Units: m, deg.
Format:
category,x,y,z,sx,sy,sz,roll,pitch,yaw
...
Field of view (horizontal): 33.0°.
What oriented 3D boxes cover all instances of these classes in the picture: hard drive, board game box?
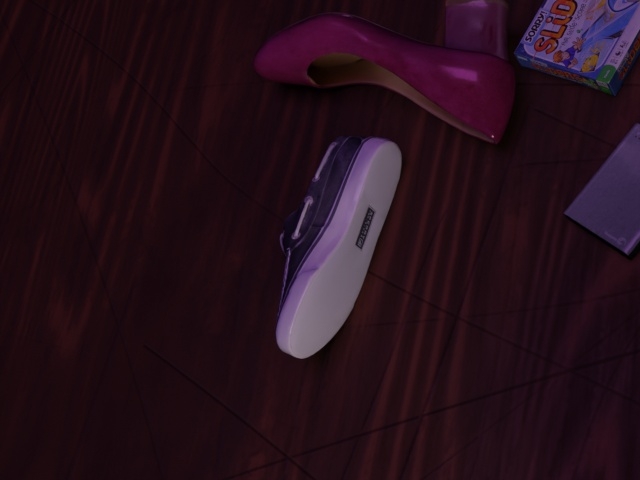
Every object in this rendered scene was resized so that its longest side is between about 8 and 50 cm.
category,x,y,z,sx,sy,sz,roll,pitch,yaw
hard drive,0.353,-0.056,1.219,0.094,0.022,0.135,39,91,36
board game box,0.345,-0.286,1.320,0.136,0.035,0.201,26,83,36

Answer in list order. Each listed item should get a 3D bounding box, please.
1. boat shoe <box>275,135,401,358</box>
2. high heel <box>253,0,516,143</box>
category,x,y,z,sx,sy,sz,roll,pitch,yaw
boat shoe,0.000,0.000,1.348,0.102,0.108,0.301,12,73,33
high heel,0.066,-0.198,1.395,0.377,0.127,0.181,-5,74,34
